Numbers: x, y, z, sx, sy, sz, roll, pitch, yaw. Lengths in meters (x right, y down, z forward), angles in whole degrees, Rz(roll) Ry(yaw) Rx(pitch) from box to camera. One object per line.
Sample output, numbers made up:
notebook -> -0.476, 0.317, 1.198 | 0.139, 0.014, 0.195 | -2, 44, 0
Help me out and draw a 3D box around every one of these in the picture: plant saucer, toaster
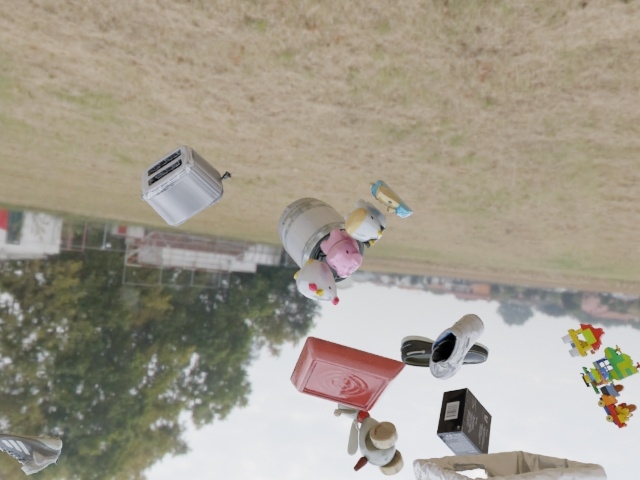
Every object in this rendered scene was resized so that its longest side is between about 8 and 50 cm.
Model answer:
plant saucer -> 0.061, 0.363, 1.495 | 0.259, 0.048, 0.258 | 16, 140, -3
toaster -> -0.364, -0.150, 1.516 | 0.227, 0.129, 0.146 | -29, 138, 14

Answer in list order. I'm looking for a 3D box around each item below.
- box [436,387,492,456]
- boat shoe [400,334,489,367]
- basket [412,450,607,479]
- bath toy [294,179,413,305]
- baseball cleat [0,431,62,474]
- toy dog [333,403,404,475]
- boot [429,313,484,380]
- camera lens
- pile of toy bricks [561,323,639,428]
box -> 0.442, 0.565, 1.748 | 0.093, 0.156, 0.158 | -23, 118, 37
boat shoe -> 0.423, 0.397, 1.951 | 0.302, 0.114, 0.091 | 1, -140, 9
basket -> 0.428, 0.641, 1.312 | 0.328, 0.267, 0.331 | 1, 167, -16
bath toy -> 0.071, 0.022, 1.373 | 0.129, 0.348, 0.151 | 48, -157, 21
baseball cleat -> -0.828, 0.584, 1.576 | 0.205, 0.110, 0.072 | 8, 151, -13
toy dog -> 0.122, 0.617, 1.789 | 0.161, 0.220, 0.333 | -24, -177, -19
boot -> 0.329, 0.299, 1.525 | 0.123, 0.258, 0.095 | -17, -129, -37
camera lens -> 0.000, 0.000, 1.893 | 0.219, 0.219, 0.274 | 8, -157, -32
pile of toy bricks -> 0.609, 0.272, 1.188 | 0.105, 0.212, 0.118 | -36, 147, 27
